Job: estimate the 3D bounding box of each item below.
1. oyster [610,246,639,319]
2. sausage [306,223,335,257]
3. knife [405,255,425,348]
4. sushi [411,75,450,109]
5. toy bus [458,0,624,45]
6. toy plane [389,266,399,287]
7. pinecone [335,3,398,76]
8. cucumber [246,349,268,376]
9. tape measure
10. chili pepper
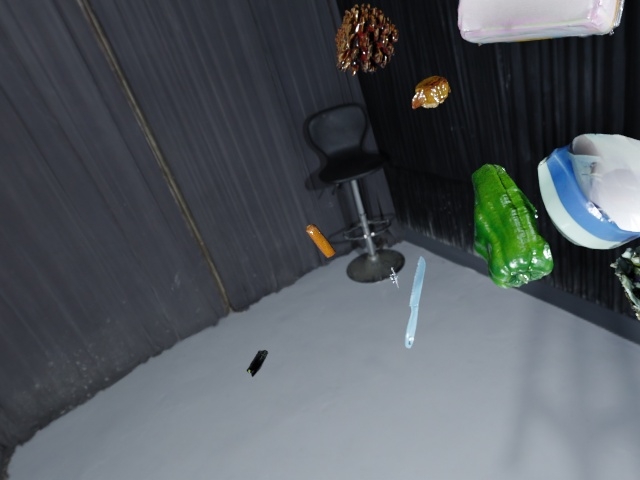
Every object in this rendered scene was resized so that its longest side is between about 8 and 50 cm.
[{"bbox_3d":[0.760,0.100,0.940,0.268,0.198,0.112,-11,-15,-41],"label":"oyster"},{"bbox_3d":[0.000,0.000,1.425,0.039,0.131,0.041,-39,12,-2],"label":"sausage"},{"bbox_3d":[0.301,0.200,1.342,0.044,0.313,0.019,2,11,-31],"label":"knife"},{"bbox_3d":[0.240,-0.314,0.895,0.052,0.055,0.120,9,39,32],"label":"sushi"},{"bbox_3d":[0.531,-0.603,1.063,0.162,0.171,0.386,-14,23,-43],"label":"toy bus"},{"bbox_3d":[0.261,0.129,1.476,0.031,0.078,0.083,-16,3,5],"label":"toy plane"},{"bbox_3d":[0.151,-0.648,1.365,0.221,0.221,0.221,-15,27,8],"label":"pinecone"},{"bbox_3d":[-0.180,0.354,1.219,0.034,0.033,0.135,-33,5,8],"label":"cucumber"},{"bbox_3d":[0.685,-0.112,1.028,0.259,0.262,0.138,1,-17,-14],"label":"tape measure"},{"bbox_3d":[0.533,-0.042,1.248,0.167,0.213,0.385,-2,57,-2],"label":"chili pepper"}]
